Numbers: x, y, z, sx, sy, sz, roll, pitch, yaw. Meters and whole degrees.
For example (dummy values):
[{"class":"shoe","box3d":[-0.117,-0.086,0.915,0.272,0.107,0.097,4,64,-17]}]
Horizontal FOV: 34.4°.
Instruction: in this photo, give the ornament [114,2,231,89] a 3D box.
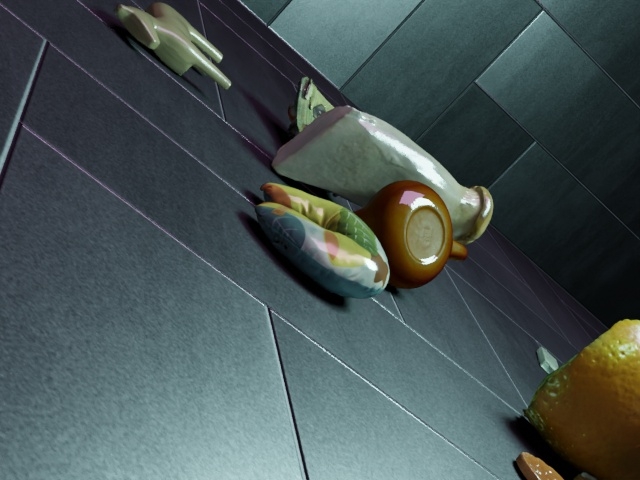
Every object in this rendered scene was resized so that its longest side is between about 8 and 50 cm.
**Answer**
[{"class":"ornament","box3d":[-0.258,-0.342,1.767,0.245,0.061,0.230,38,15,-30]}]

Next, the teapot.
[{"class":"teapot","box3d":[0.144,-0.007,1.725,0.252,0.178,0.135,18,-7,-40]}]

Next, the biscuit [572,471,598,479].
[{"class":"biscuit","box3d":[0.432,0.423,1.489,0.158,0.035,0.240,41,12,-3]}]

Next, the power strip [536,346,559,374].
[{"class":"power strip","box3d":[0.497,0.266,2.259,0.051,0.019,0.136,42,12,-2]}]

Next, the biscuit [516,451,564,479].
[{"class":"biscuit","box3d":[0.317,0.339,1.432,0.130,0.019,0.102,34,15,-38]}]

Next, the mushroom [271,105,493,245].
[{"class":"mushroom","box3d":[0.124,-0.116,1.796,0.408,0.154,0.137,21,8,-23]}]

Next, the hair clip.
[{"class":"hair clip","box3d":[-0.013,-0.187,1.990,0.138,0.091,0.321,46,21,-30]}]

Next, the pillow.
[{"class":"pillow","box3d":[0.000,0.000,1.433,0.214,0.086,0.233,32,16,-6]}]

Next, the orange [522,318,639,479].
[{"class":"orange","box3d":[0.490,0.273,1.631,0.334,0.262,0.196,44,6,-30]}]
